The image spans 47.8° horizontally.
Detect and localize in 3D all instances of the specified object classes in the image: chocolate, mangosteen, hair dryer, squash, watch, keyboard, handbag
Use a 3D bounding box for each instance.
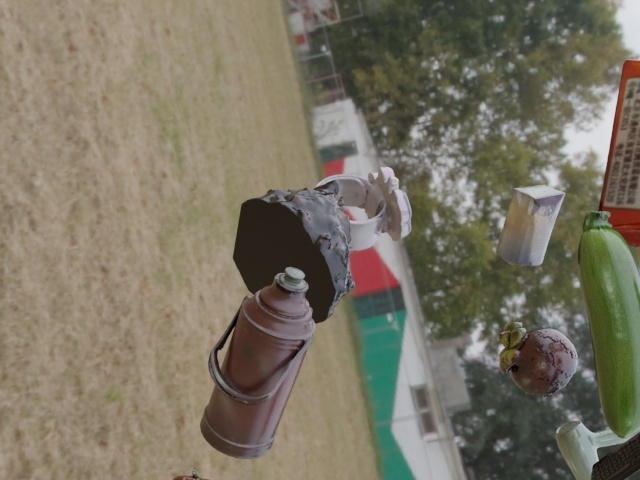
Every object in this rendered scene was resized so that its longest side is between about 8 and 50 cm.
[{"bbox_3d":[0.000,0.000,1.146,0.206,0.177,0.224,38,-40,21],"label":"chocolate"},{"bbox_3d":[0.474,0.260,1.604,0.166,0.180,0.166,-55,165,-23],"label":"mangosteen"},{"bbox_3d":[0.661,0.471,1.592,0.075,0.237,0.206,61,5,-88],"label":"hair dryer"},{"bbox_3d":[0.515,0.140,1.248,0.107,0.107,0.395,55,28,-82],"label":"squash"},{"bbox_3d":[0.730,-0.144,1.426,0.161,0.341,0.360,6,-97,58],"label":"chocolate"},{"bbox_3d":[0.098,-0.079,1.882,0.244,0.231,0.196,-117,-154,-43],"label":"watch"},{"bbox_3d":[0.589,0.436,1.407,0.103,0.041,0.381,-49,168,-54],"label":"keyboard"},{"bbox_3d":[0.418,-0.022,1.444,0.095,0.117,0.173,37,-55,42],"label":"handbag"}]

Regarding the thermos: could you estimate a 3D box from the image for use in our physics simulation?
[{"bbox_3d":[-0.063,0.135,0.849,0.124,0.099,0.232,-11,127,-55],"label":"thermos"}]

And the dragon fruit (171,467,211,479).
[{"bbox_3d":[-0.193,0.393,1.003,0.175,0.138,0.142,12,-32,52],"label":"dragon fruit"}]
